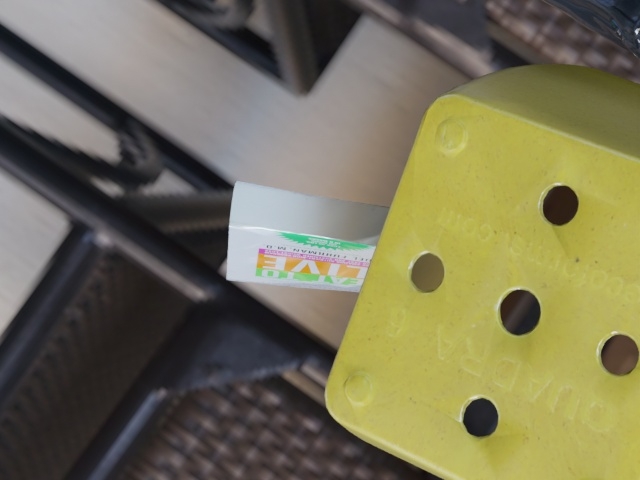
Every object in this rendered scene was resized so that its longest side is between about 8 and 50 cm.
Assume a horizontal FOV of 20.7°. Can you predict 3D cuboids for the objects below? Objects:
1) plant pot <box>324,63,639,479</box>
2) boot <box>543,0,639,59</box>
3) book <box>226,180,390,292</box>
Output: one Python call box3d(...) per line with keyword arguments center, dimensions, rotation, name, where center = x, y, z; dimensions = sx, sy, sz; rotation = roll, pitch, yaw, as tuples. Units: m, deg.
box3d(center=(0.125, 0.036, 0.753), dimensions=(0.187, 0.212, 0.212), rotation=(12, 100, -58), name="plant pot")
box3d(center=(0.226, -0.167, 1.106), dimensions=(0.236, 0.178, 0.085), rotation=(-22, 140, -52), name="boot")
box3d(center=(0.000, 0.000, 0.920), dimensions=(0.144, 0.096, 0.035), rotation=(107, -8, -79), name="book")
